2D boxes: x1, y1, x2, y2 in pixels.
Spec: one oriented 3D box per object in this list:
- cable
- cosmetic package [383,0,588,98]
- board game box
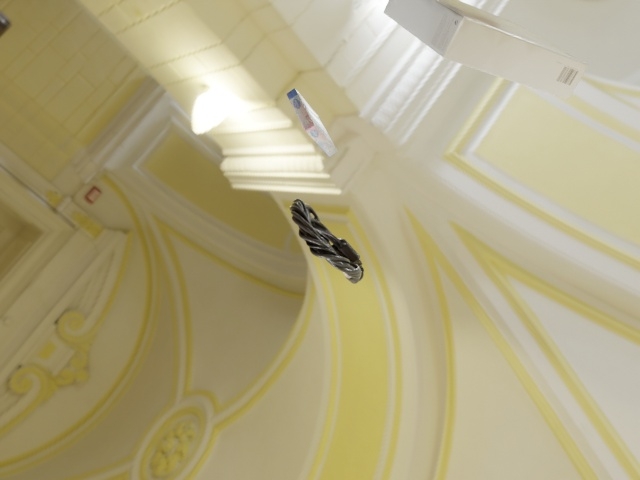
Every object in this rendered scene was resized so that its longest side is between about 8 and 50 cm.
[{"bbox_3d":[0.000,0.000,1.193,0.047,0.150,0.184,-44,-110,13],"label":"cable"},{"bbox_3d":[0.366,-0.453,1.550,0.097,0.377,0.284,-64,-145,27],"label":"cosmetic package"},{"bbox_3d":[-0.014,-0.193,1.139,0.020,0.090,0.090,-34,-123,11],"label":"board game box"}]
